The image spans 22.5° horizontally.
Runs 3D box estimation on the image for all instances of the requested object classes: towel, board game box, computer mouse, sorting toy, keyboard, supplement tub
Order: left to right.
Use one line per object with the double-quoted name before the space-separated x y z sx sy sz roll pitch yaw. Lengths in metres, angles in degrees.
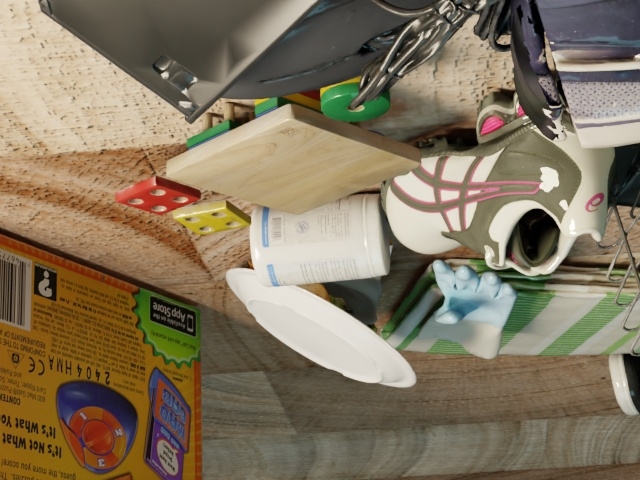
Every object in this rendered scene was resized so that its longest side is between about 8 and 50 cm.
"board game box" -0.353 0.223 1.483 0.356 0.356 0.356 -14 157 30
"sorting toy" -0.026 -0.068 1.166 0.132 0.046 0.275 16 153 -42
"keyboard" -0.003 -0.152 0.820 0.201 0.033 0.317 36 140 -15
"supplement tub" 0.000 0.000 1.325 0.107 0.071 0.071 -5 160 9
"computer mouse" 0.002 -0.133 0.951 0.272 0.072 0.188 -6 161 10
"towel" 0.238 0.070 1.607 0.325 0.038 0.248 0 161 -11

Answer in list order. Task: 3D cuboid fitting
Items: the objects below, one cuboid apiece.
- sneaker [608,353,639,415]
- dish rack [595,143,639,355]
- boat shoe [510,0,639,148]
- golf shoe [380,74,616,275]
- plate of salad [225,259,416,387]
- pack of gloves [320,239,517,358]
"sneaker" 0.402 0.149 1.797 0.121 0.079 0.217 -14 166 22
"dish rack" 0.295 0.027 1.169 0.208 0.271 0.074 3 140 -17
"boat shoe" 0.259 -0.151 0.845 0.341 0.127 0.158 -17 150 9
"golf shoe" 0.124 -0.025 1.203 0.105 0.120 0.273 4 161 -22
"plate of salad" 0.004 0.073 1.472 0.200 0.048 0.200 27 163 9
"pack of gloves" 0.073 0.063 1.461 0.195 0.046 0.232 13 159 5
